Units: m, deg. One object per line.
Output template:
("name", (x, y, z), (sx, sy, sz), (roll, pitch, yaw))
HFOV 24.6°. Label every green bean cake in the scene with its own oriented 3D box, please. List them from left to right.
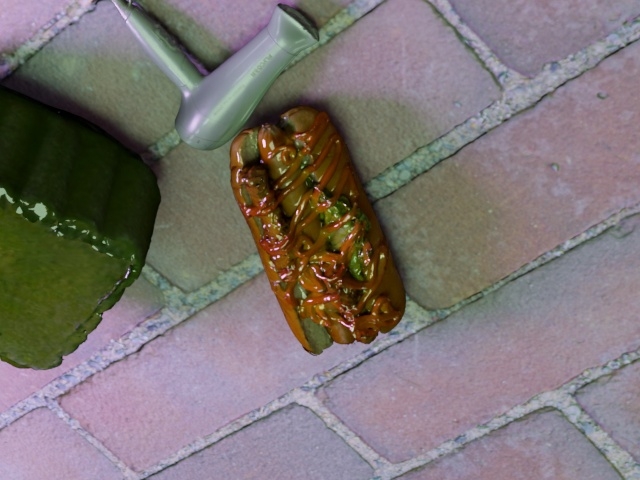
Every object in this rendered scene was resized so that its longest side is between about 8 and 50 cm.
("green bean cake", (-0.393, -0.023, 1.830), (0.319, 0.218, 0.335), (31, 133, -23))

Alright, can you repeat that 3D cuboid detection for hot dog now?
("hot dog", (0.000, 0.000, 1.802), (0.158, 0.117, 0.348), (-21, 123, 0))

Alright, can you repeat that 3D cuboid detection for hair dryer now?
("hair dryer", (-0.150, -0.241, 1.705), (0.237, 0.075, 0.206), (39, 118, -9))
